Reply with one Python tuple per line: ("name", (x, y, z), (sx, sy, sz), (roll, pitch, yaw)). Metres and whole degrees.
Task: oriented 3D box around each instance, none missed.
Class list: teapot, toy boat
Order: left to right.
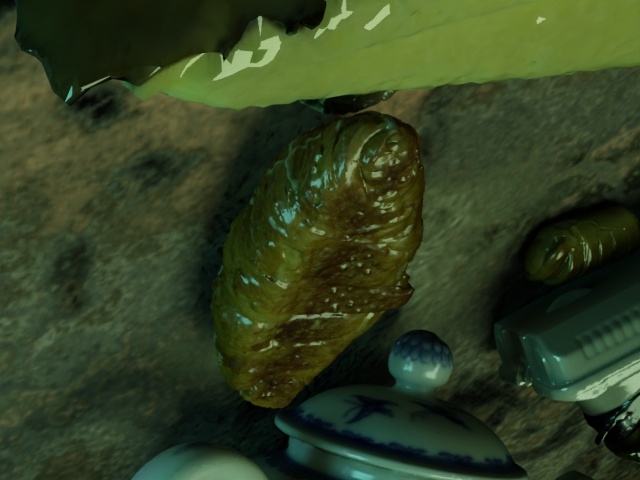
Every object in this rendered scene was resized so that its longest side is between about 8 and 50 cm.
("teapot", (0.037, 0.192, 1.194), (0.424, 0.252, 0.280), (8, 94, -44))
("toy boat", (0.255, 0.055, 1.276), (0.270, 0.140, 0.140), (-12, 143, -12))

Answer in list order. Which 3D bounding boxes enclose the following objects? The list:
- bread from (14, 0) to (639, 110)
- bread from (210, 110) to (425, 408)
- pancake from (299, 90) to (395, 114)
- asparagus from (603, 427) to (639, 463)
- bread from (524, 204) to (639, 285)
("bread", (0.094, -0.234, 0.605), (0.405, 0.345, 0.242), (0, 142, -33))
("bread", (0.000, 0.000, 1.036), (0.105, 0.076, 0.233), (-2, 144, -24))
("pancake", (0.039, -0.124, 0.959), (0.152, 0.025, 0.151), (-24, 145, -18))
("asparagus", (0.339, 0.124, 1.498), (0.128, 0.108, 0.382), (-49, 147, 21))
("bread", (0.171, 0.005, 1.249), (0.088, 0.033, 0.049), (-15, 149, -31))
